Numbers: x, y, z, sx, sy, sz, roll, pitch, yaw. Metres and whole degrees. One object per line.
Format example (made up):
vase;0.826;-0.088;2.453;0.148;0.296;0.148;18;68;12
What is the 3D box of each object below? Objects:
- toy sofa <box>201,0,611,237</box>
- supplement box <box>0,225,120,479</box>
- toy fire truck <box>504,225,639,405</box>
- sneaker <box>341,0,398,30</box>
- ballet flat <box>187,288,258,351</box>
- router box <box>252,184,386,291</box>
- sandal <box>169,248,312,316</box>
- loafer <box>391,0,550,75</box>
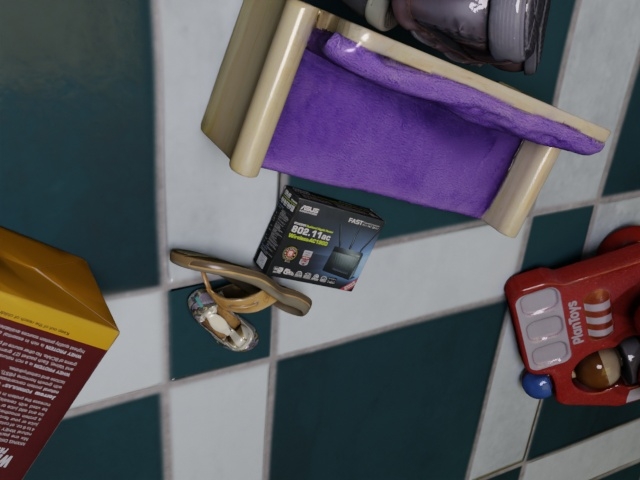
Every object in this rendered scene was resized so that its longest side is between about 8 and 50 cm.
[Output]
toy sofa;0.088;-0.103;0.694;0.362;0.177;0.150;10;112;-36
supplement box;-0.310;0.091;0.593;0.191;0.129;0.194;28;100;-39
toy fire truck;0.409;0.136;1.061;0.253;0.169;0.302;-17;127;7
sneaker;0.070;-0.271;0.569;0.222;0.118;0.083;-47;169;-24
ballet flat;-0.100;0.096;0.784;0.041;0.041;0.114;-43;130;-3
router box;0.000;0.000;0.789;0.122;0.038;0.092;13;109;-36
sandal;-0.079;0.055;0.748;0.180;0.072;0.049;31;77;-44
loafer;0.136;-0.193;0.597;0.302;0.095;0.109;-34;129;-67
